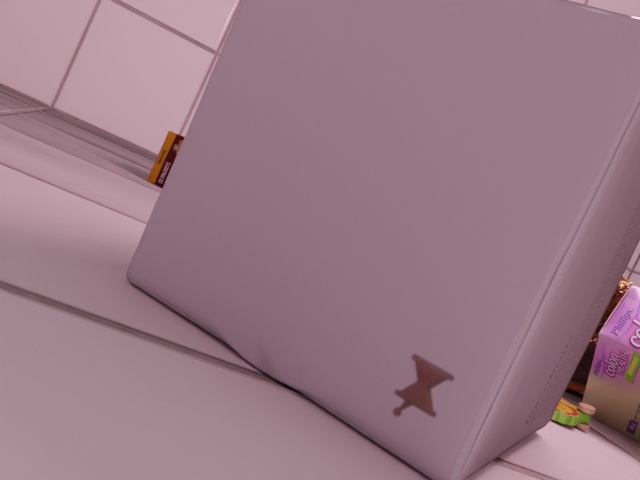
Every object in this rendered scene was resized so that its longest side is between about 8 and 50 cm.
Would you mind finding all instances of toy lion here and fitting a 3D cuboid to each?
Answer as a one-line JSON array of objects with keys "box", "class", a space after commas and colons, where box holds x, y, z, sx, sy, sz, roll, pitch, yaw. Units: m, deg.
[{"box": [0.321, 0.227, 0.930, 0.096, 0.034, 0.100, 15, 7, -26], "class": "toy lion"}]

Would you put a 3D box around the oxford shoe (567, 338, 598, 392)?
[{"box": [0.527, 0.238, 1.350, 0.364, 0.132, 0.130, 25, 3, -8], "class": "oxford shoe"}]

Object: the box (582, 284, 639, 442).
[{"box": [0.538, 0.219, 1.000, 0.243, 0.117, 0.213, 27, -34, 32], "class": "box"}]

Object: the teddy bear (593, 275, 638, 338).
[{"box": [0.508, 0.111, 1.188, 0.338, 0.113, 0.245, 22, -11, -24], "class": "teddy bear"}]

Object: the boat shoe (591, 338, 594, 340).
[{"box": [0.565, 0.225, 1.723, 0.500, 0.155, 0.187, 17, 7, -11], "class": "boat shoe"}]

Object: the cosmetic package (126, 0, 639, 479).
[{"box": [0.109, -0.020, 0.654, 0.329, 0.327, 0.394, 27, 5, 27], "class": "cosmetic package"}]

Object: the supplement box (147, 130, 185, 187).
[{"box": [-0.274, -0.154, 1.621, 0.194, 0.129, 0.191, 26, 4, 7], "class": "supplement box"}]
